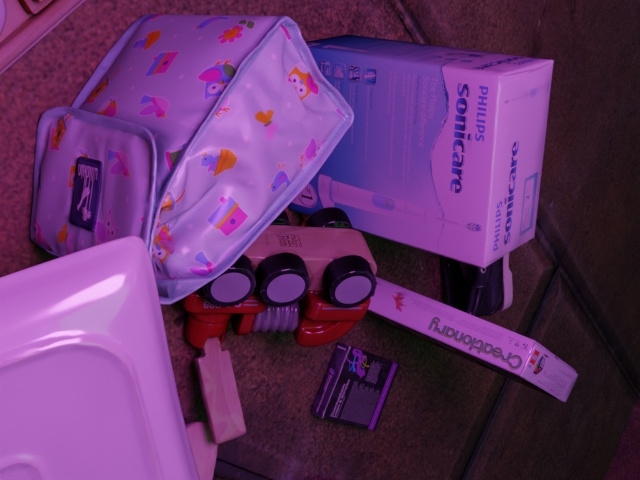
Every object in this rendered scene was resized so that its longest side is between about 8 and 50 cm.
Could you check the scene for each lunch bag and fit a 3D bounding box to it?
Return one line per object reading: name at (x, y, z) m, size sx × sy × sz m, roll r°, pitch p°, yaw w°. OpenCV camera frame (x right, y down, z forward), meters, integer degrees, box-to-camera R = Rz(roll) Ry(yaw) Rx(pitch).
lunch bag at (-0.139, -0.074, 0.734) m, size 0.262 × 0.223 × 0.160 m, roll -55°, pitch 134°, yaw -18°

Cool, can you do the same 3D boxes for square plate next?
square plate at (-0.257, 0.200, 0.600) m, size 0.347 × 0.049 × 0.344 m, roll -20°, pitch 124°, yaw -23°

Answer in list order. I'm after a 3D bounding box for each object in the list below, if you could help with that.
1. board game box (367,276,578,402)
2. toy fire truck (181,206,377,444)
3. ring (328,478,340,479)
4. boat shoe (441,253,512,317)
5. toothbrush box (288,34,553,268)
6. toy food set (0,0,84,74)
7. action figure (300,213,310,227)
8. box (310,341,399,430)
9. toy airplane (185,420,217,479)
board game box at (0.197, 0.135, 1.164) m, size 0.193 × 0.305 × 0.053 m, roll 33°, pitch 81°, yaw -51°
toy fire truck at (-0.063, 0.100, 0.947) m, size 0.217 × 0.158 × 0.246 m, roll 2°, pitch 130°, yaw -22°
ring at (-0.021, 0.535, 1.236) m, size 0.336 × 0.032 × 0.336 m, roll -33°, pitch 130°, yaw -52°
boat shoe at (0.228, -0.004, 1.303) m, size 0.113 × 0.127 × 0.340 m, roll -26°, pitch 129°, yaw -15°
toothbrush box at (0.106, -0.118, 0.957) m, size 0.126 × 0.295 × 0.216 m, roll -24°, pitch 121°, yaw -44°
toy food set at (-0.256, -0.229, 0.615) m, size 0.306 × 0.092 × 0.219 m, roll -53°, pitch 143°, yaw -26°
action figure at (0.000, 0.000, 1.095) m, size 0.038 × 0.030 × 0.115 m, roll -49°, pitch 135°, yaw -19°
box at (0.057, 0.229, 1.256) m, size 0.162 × 0.029 × 0.116 m, roll 29°, pitch 80°, yaw -53°
toy airplane at (-0.185, 0.459, 0.904) m, size 0.386 × 0.272 × 0.384 m, roll -33°, pitch 90°, yaw -29°
